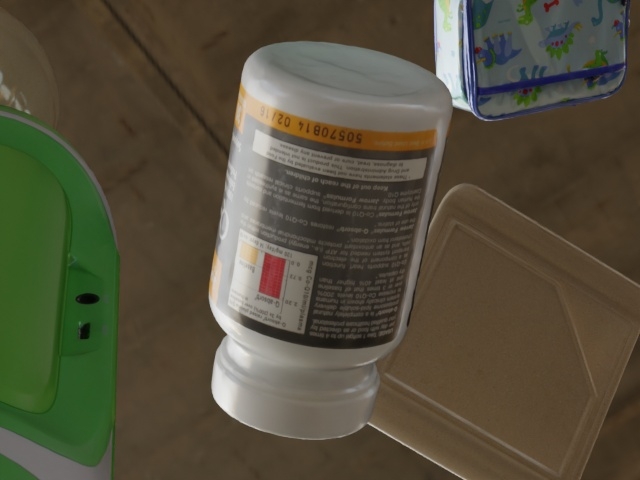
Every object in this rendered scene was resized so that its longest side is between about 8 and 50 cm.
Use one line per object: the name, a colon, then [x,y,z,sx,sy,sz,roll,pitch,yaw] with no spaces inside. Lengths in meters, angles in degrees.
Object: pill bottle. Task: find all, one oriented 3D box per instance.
pill bottle: [0.000,0.000,1.257,0.162,0.162,0.278,1,-67,-23]

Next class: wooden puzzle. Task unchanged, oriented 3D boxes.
wooden puzzle: [0.162,0.099,1.468,0.221,0.238,0.044,31,-20,-7]

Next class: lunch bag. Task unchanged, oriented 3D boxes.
lunch bag: [0.233,-0.224,1.785,0.219,0.090,0.176,-11,-70,-26]

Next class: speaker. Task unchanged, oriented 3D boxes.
speaker: [-0.139,0.051,0.603,0.131,0.296,0.131,-2,-64,-5]

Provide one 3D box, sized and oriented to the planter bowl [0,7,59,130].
planter bowl: [-0.244,-0.061,1.022,0.162,0.109,0.162,-5,-55,-7]
